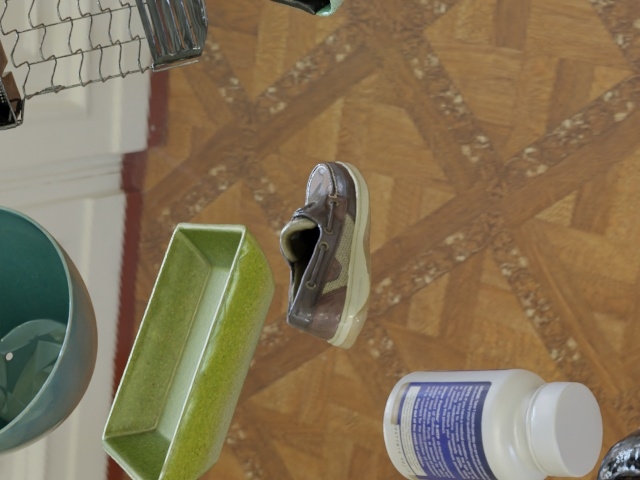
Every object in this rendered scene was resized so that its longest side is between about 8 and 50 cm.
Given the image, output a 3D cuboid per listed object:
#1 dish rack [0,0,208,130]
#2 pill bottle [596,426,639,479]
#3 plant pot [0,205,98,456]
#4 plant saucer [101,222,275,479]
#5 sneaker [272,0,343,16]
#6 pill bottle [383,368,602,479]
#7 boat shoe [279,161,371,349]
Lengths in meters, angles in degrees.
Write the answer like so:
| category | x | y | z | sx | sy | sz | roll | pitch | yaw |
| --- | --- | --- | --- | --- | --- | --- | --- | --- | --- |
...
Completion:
| category | x | y | z | sx | sy | sz | roll | pitch | yaw |
| --- | --- | --- | --- | --- | --- | --- | --- | --- | --- |
| dish rack | -0.263 | -0.252 | 1.159 | 0.271 | 0.074 | 0.208 | -13 | 115 | 2 |
| pill bottle | 0.276 | 0.175 | 0.763 | 0.123 | 0.219 | 0.123 | 32 | 133 | 42 |
| plant pot | -0.377 | 0.129 | 1.252 | 0.290 | 0.195 | 0.290 | -6 | 66 | 13 |
| plant saucer | -0.093 | 0.083 | 0.788 | 0.188 | 0.045 | 0.188 | 4 | 74 | 68 |
| sneaker | -0.059 | -0.295 | 0.896 | 0.256 | 0.151 | 0.094 | 34 | 158 | -1 |
| pill bottle | 0.163 | 0.177 | 1.019 | 0.186 | 0.112 | 0.112 | -8 | 95 | 44 |
| boat shoe | 0.000 | 0.000 | 1.234 | 0.285 | 0.092 | 0.103 | -92 | 26 | -46 |
